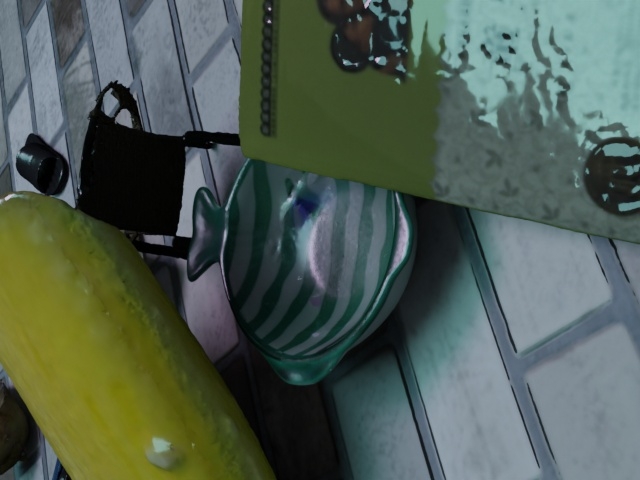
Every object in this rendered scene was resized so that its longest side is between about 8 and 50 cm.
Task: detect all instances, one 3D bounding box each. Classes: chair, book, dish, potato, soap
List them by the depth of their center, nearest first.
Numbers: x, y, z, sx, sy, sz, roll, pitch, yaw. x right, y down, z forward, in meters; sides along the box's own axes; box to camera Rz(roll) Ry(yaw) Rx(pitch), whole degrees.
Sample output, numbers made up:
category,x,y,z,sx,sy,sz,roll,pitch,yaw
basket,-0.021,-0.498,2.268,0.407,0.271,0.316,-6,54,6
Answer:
category,x,y,z,sx,sy,sz,roll,pitch,yaw
book,0.089,-0.140,0.622,0.352,0.035,0.239,14,108,34
dish,0.000,0.000,0.779,0.246,0.078,0.224,3,85,45
soap,-0.158,0.154,0.836,0.306,0.115,0.427,-20,102,51
chair,-0.152,-0.048,0.896,0.149,0.213,0.174,4,87,48
potato,-0.431,0.261,1.343,0.100,0.089,0.172,-36,22,21

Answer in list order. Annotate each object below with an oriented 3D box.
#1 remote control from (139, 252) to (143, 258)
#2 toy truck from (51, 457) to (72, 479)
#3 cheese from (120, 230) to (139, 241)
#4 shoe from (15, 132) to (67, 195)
category,x,y,z,sx,sy,sz,roll,pitch,yaw
remote control,-0.271,0.035,1.092,0.230,0.049,0.090,12,95,49
toy truck,-0.253,0.226,1.106,0.088,0.074,0.202,39,116,58
cheese,-0.242,0.047,1.132,0.092,0.047,0.171,-22,68,50
shoe,-0.402,-0.110,1.368,0.159,0.053,0.062,41,113,51
